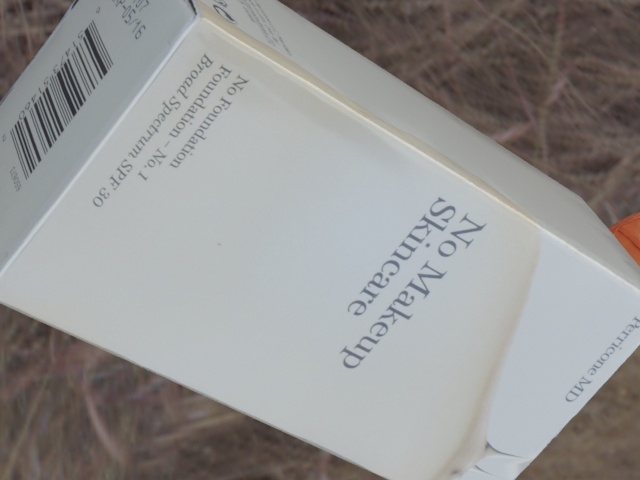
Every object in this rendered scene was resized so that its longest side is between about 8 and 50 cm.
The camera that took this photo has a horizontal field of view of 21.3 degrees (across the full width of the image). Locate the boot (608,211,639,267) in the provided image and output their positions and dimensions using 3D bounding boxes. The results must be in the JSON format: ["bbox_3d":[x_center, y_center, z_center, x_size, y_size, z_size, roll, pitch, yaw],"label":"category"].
[{"bbox_3d":[0.241,0.045,1.200,0.084,0.158,0.059,-19,138,-9],"label":"boot"}]

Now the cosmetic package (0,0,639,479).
[{"bbox_3d":[0.000,0.000,0.818,0.309,0.113,0.160,28,109,-33],"label":"cosmetic package"}]
